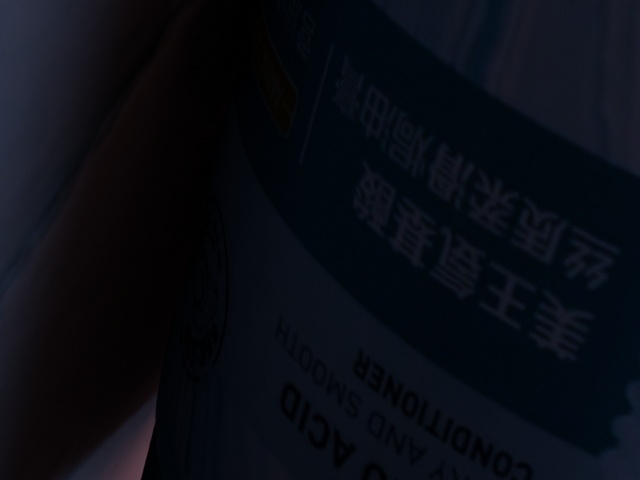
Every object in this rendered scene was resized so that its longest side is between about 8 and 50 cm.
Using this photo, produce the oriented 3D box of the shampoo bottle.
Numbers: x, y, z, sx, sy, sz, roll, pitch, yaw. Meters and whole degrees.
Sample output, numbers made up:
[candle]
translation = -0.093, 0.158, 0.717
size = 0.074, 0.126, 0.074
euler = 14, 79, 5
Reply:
[shampoo bottle]
translation = 0.130, -0.005, 0.620
size = 0.331, 0.331, 0.343
euler = -45, 156, -54
